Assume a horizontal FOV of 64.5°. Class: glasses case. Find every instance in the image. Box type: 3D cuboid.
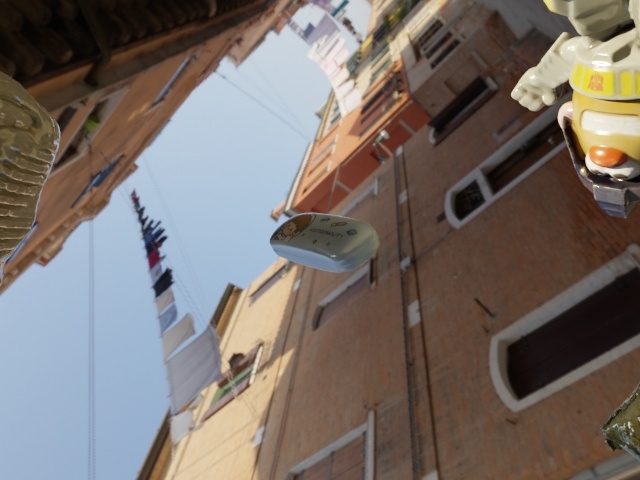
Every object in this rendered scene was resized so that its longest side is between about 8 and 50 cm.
[{"bbox_3d":[0.000,0.000,0.631,0.178,0.067,0.045,11,139,53],"label":"glasses case"}]

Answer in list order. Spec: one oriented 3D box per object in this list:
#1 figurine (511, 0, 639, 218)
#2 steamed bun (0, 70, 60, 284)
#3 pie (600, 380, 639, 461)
[{"bbox_3d":[0.344,-0.163,0.552,0.309,0.143,0.308,61,-177,-6],"label":"figurine"},{"bbox_3d":[-0.513,-0.062,0.594,0.255,0.368,0.342,25,177,-5],"label":"steamed bun"},{"bbox_3d":[0.501,0.193,0.666,0.128,0.283,0.068,40,-169,34],"label":"pie"}]
